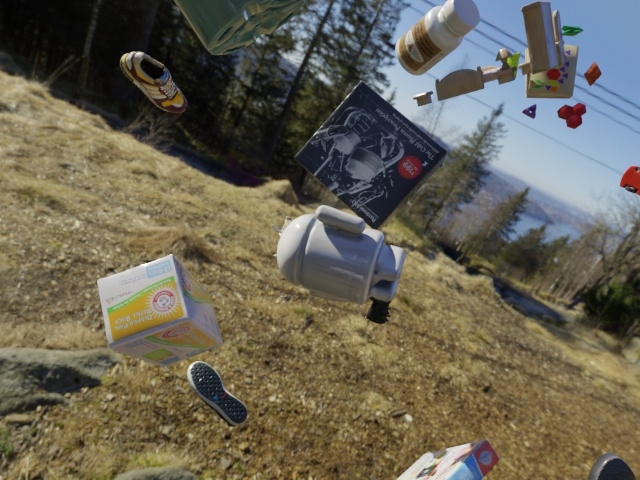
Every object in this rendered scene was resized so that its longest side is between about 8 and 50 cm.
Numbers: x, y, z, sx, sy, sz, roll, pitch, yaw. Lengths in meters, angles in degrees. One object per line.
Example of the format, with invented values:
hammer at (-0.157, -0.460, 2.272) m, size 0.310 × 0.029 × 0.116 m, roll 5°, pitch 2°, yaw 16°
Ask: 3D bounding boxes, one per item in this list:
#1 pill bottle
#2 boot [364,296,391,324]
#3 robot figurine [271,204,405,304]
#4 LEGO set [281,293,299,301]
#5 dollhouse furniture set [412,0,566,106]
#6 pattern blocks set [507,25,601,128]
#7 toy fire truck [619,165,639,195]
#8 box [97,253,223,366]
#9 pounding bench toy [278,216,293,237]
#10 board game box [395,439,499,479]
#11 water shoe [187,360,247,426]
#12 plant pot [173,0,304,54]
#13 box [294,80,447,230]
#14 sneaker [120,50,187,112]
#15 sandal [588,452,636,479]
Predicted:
pill bottle at (0.337, -0.594, 1.239) m, size 0.131 × 0.131 × 0.229 m, roll 18°, pitch -20°, yaw -25°
boot at (0.161, 0.195, 1.300) m, size 0.121 × 0.099 × 0.045 m, roll 18°, pitch 9°, yaw -10°
robot figurine at (0.037, 0.046, 1.125) m, size 0.354 × 0.299 × 0.199 m, roll 15°, pitch 35°, yaw 12°
LEGO set at (-0.130, 0.250, 1.839) m, size 0.083 × 0.054 × 0.023 m, roll -5°, pitch 55°, yaw -16°
dollhouse furniture set at (0.486, -0.543, 1.257) m, size 0.356 × 0.173 × 0.303 m, roll -2°, pitch 21°, yaw 43°
pattern blocks set at (0.717, -0.525, 1.331) m, size 0.286 × 0.324 × 0.026 m, roll 18°, pitch -6°, yaw 7°
toy fire truck at (0.645, -0.071, 0.740) m, size 0.135 × 0.047 × 0.192 m, roll 2°, pitch 30°, yaw -28°
box at (-0.240, 0.118, 0.670) m, size 0.203 × 0.114 × 0.103 m, roll 85°, pitch -16°, yaw -67°
pounding bench toy at (-0.108, -0.035, 1.457) m, size 0.052 × 0.065 × 0.083 m, roll 12°, pitch 32°, yaw -29°
board game box at (0.351, 0.721, 1.294) m, size 0.242 × 0.316 × 0.064 m, roll -20°, pitch 70°, yaw -35°
water shoe at (-0.279, 0.408, 1.113) m, size 0.203 × 0.080 × 0.073 m, roll 47°, pitch 45°, yaw 6°
plant pot at (-0.217, -0.618, 0.918) m, size 0.334 × 0.341 × 0.341 m, roll 60°, pitch 15°, yaw -12°
box at (0.157, -0.249, 1.342) m, size 0.343 × 0.312 × 0.179 m, roll 43°, pitch 7°, yaw 10°
sneaker at (-0.379, -0.369, 1.016) m, size 0.084 × 0.069 × 0.185 m, roll 10°, pitch -16°, yaw 36°
sandal at (0.600, 0.544, 0.888) m, size 0.097 × 0.254 × 0.054 m, roll -23°, pitch 17°, yaw -6°
